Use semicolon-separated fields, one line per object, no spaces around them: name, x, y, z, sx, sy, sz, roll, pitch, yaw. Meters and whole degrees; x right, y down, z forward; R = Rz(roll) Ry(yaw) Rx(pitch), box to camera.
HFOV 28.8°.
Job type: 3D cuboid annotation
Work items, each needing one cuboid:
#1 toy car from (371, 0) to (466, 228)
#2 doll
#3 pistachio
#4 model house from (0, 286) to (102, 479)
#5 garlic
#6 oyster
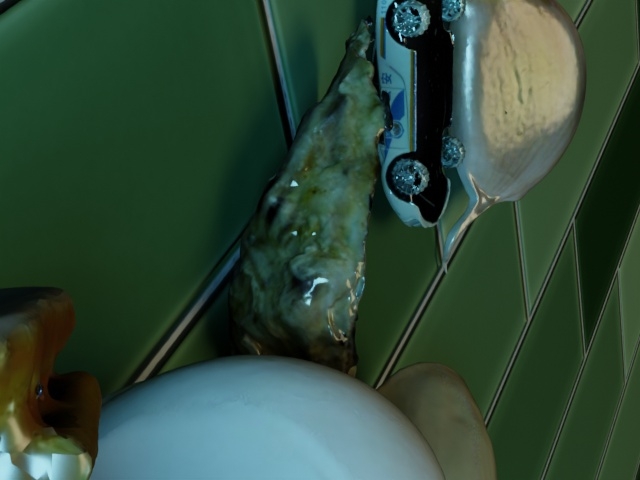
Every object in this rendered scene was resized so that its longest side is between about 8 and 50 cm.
toy car;0.071;-0.109;0.934;0.095;0.056;0.205;-36;129;-60
doll;-0.040;0.177;0.580;0.251;0.221;0.221;-55;150;-4
pistachio;0.053;0.181;0.855;0.215;0.143;0.144;-76;156;-44
model house;-0.138;0.132;0.359;0.219;0.199;0.229;-11;100;-52
garlic;0.167;-0.108;1.114;0.128;0.148;0.267;-167;-106;-78
oyster;-0.004;0.002;0.775;0.166;0.094;0.295;84;9;-66
